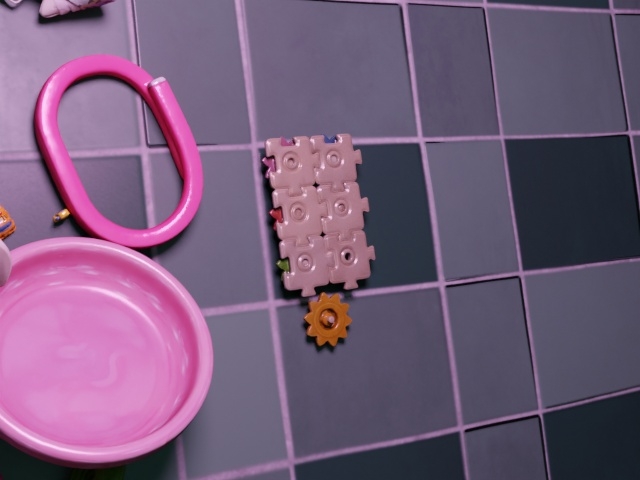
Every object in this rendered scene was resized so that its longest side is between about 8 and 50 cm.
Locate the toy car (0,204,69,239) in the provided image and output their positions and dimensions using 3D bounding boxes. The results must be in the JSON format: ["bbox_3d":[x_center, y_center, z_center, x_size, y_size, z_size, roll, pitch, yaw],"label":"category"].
[{"bbox_3d":[-0.407,-0.042,1.294,0.122,0.040,0.060,-21,93,-28],"label":"toy car"}]

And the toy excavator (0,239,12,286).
[{"bbox_3d":[-0.580,0.173,1.022,0.222,0.433,0.445,40,35,26],"label":"toy excavator"}]

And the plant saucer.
[{"bbox_3d":[-0.309,0.150,1.236,0.332,0.084,0.332,16,47,-18],"label":"plant saucer"}]

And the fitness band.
[{"bbox_3d":[-0.287,-0.128,1.362,0.209,0.054,0.291,-26,95,-28],"label":"fitness band"}]

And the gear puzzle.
[{"bbox_3d":[0.000,0.000,1.507,0.175,0.044,0.339,-8,90,-30],"label":"gear puzzle"}]

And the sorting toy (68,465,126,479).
[{"bbox_3d":[-0.338,0.322,1.209,0.126,0.127,0.366,27,55,-31],"label":"sorting toy"}]

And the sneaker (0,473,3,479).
[{"bbox_3d":[-0.437,0.382,1.197,0.103,0.111,0.252,-52,131,-58],"label":"sneaker"}]

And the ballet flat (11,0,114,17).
[{"bbox_3d":[-0.403,-0.364,1.327,0.221,0.077,0.079,22,92,-19],"label":"ballet flat"}]
